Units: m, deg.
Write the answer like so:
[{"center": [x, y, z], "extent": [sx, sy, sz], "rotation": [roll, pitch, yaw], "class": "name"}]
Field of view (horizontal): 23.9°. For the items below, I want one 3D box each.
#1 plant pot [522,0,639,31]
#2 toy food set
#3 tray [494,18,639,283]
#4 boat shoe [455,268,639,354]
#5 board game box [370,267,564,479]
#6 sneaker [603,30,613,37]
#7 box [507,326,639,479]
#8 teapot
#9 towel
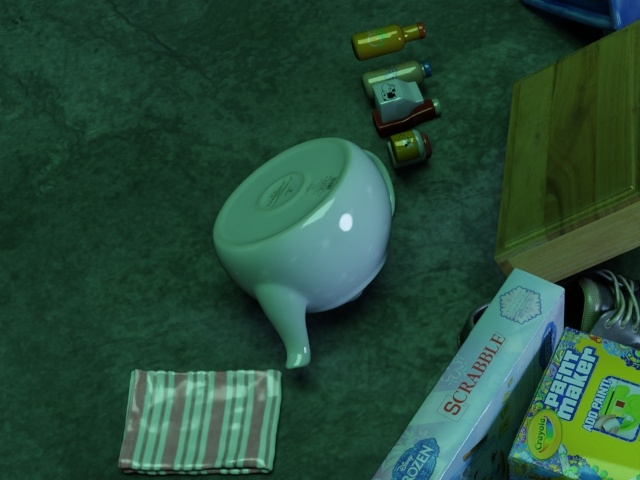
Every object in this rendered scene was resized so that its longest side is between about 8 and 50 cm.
[{"center": [0.413, -0.461, 2.172], "extent": [0.212, 0.236, 0.236], "rotation": [-28, 30, -21], "class": "plant pot"}, {"center": [0.126, -0.196, 2.116], "extent": [0.104, 0.111, 0.232], "rotation": [-16, 51, -4], "class": "toy food set"}, {"center": [0.335, -0.117, 1.926], "extent": [0.203, 0.076, 0.411], "rotation": [-26, 29, 27], "class": "tray"}, {"center": [0.340, 0.109, 1.851], "extent": [0.355, 0.130, 0.132], "rotation": [-13, 53, -2], "class": "boat shoe"}, {"center": [0.166, 0.243, 1.662], "extent": [0.066, 0.318, 0.318], "rotation": [25, 60, 24], "class": "board game box"}, {"center": [0.468, -0.267, 2.134], "extent": [0.094, 0.091, 0.258], "rotation": [-15, 52, -3], "class": "sneaker"}, {"center": [0.360, 0.278, 1.625], "extent": [0.279, 0.290, 0.177], "rotation": [18, 58, 19], "class": "box"}, {"center": [0.000, 0.000, 1.954], "extent": [0.256, 0.187, 0.252], "rotation": [-36, 28, 1], "class": "teapot"}, {"center": [-0.149, 0.225, 1.897], "extent": [0.197, 0.029, 0.144], "rotation": [-1, 54, 7], "class": "towel"}]
